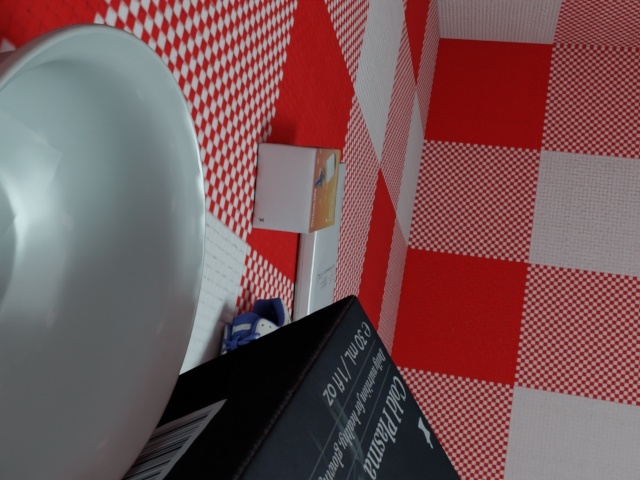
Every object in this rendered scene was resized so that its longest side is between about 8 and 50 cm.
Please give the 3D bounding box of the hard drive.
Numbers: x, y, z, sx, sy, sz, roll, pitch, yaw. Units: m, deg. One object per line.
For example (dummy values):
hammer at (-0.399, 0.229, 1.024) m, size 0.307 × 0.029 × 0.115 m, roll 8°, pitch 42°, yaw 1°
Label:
hard drive at (0.000, 0.000, 1.425) m, size 0.203 × 0.040 × 0.308 m, roll -26°, pitch 122°, yaw -74°

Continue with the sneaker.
sneaker at (-0.110, 0.172, 0.983) m, size 0.296 × 0.111 × 0.131 m, roll -49°, pitch 127°, yaw -69°

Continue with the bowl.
bowl at (-0.190, 0.014, 0.446) m, size 0.298 × 0.134 × 0.298 m, roll 8°, pitch 90°, yaw -77°

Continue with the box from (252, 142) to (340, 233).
box at (-0.034, -0.085, 1.133) m, size 0.170 × 0.091 × 0.130 m, roll -26°, pitch 122°, yaw -74°

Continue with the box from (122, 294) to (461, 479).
box at (-0.027, 0.366, 0.536) m, size 0.472 × 0.297 × 0.480 m, roll 61°, pitch 20°, yaw -7°
